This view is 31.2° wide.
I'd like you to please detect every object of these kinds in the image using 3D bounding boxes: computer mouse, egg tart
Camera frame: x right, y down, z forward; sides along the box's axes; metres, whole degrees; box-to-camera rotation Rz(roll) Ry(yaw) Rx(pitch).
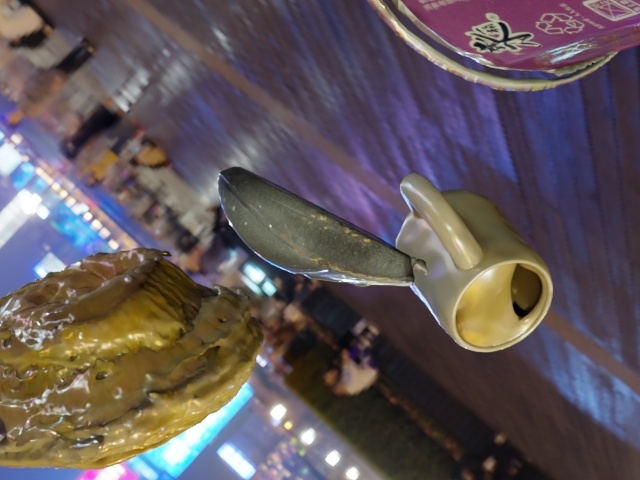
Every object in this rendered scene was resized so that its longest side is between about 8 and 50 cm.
[{"bbox_3d":[-0.004,0.004,1.089,0.229,0.068,0.113,27,-175,-15],"label":"computer mouse"},{"bbox_3d":[-0.231,0.103,1.151,0.352,0.351,0.150,28,137,64],"label":"egg tart"}]

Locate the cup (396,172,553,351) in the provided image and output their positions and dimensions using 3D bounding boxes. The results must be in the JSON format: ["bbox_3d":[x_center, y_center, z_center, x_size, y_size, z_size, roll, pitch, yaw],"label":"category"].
[{"bbox_3d":[0.182,0.024,1.613,0.255,0.173,0.202,22,-158,-35],"label":"cup"}]

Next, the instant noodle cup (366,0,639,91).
[{"bbox_3d":[0.191,-0.259,0.600,0.340,0.340,0.266,46,155,-26],"label":"instant noodle cup"}]
